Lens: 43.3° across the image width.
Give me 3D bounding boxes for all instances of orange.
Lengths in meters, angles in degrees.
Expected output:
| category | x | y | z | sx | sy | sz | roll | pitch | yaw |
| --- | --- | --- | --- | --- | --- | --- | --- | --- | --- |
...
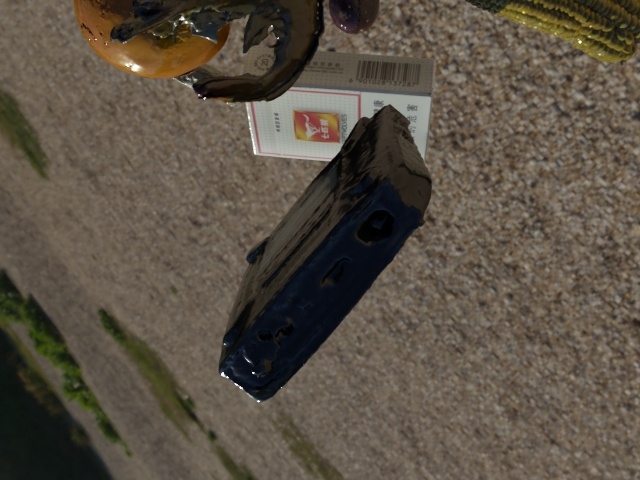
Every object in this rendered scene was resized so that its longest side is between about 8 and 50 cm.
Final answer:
| category | x | y | z | sx | sy | sz | roll | pitch | yaw |
| --- | --- | --- | --- | --- | --- | --- | --- | --- | --- |
| orange | -0.244 | -0.363 | 1.201 | 0.246 | 0.246 | 0.246 | 39 | 152 | 26 |

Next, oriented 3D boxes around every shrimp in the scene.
| category | x | y | z | sx | sy | sz | roll | pitch | yaw |
| --- | --- | --- | --- | --- | --- | --- | --- | --- | --- |
| shrimp | -0.099 | -0.223 | 0.879 | 0.058 | 0.253 | 0.173 | 30 | 141 | 49 |

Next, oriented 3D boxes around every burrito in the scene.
| category | x | y | z | sx | sy | sz | roll | pitch | yaw |
| --- | --- | --- | --- | --- | --- | --- | --- | --- | --- |
| burrito | -0.251 | -0.324 | 1.540 | 0.229 | 0.058 | 0.063 | 20 | -158 | -23 |

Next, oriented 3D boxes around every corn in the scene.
| category | x | y | z | sx | sy | sz | roll | pitch | yaw |
| --- | --- | --- | --- | --- | --- | --- | --- | --- | --- |
| corn | 0.263 | -0.294 | 0.951 | 0.291 | 0.101 | 0.101 | 17 | 158 | -13 |

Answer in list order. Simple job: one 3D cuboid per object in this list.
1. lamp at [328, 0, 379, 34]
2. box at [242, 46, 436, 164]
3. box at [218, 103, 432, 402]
| category | x | y | z | sx | sy | sz | roll | pitch | yaw |
| --- | --- | --- | --- | --- | --- | --- | --- | --- | --- |
| lamp | 0.083 | -0.636 | 2.173 | 0.135 | 0.157 | 0.156 | 11 | 110 | 40 |
| box | 0.034 | -0.237 | 1.456 | 0.330 | 0.095 | 0.210 | 4 | 148 | 6 |
| box | 0.000 | 0.000 | 1.040 | 0.091 | 0.359 | 0.350 | 36 | -163 | -13 |
